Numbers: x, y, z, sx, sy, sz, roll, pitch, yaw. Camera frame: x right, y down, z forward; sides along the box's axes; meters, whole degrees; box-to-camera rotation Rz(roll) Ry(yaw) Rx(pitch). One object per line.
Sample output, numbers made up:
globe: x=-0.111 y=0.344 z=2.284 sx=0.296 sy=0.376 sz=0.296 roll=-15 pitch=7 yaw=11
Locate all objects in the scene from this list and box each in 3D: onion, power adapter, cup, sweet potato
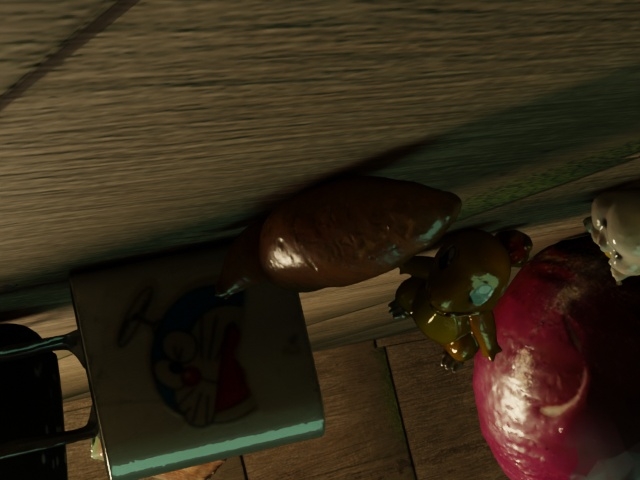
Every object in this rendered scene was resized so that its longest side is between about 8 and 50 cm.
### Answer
onion: x=0.358 y=0.156 z=1.424 sx=0.347 sy=0.348 sz=0.385 roll=-8 pitch=-164 yaw=-36
power adapter: x=-0.114 y=0.082 z=0.846 sx=0.204 sy=0.130 sz=0.125 roll=-13 pitch=174 yaw=-12
cup: x=-0.277 y=0.140 z=1.004 sx=0.176 sy=0.169 sz=0.223 roll=-7 pitch=-156 yaw=-13
sweet potato: x=0.001 y=-0.002 z=0.698 sx=0.055 sy=0.058 sz=0.202 roll=-57 pitch=-160 yaw=-24

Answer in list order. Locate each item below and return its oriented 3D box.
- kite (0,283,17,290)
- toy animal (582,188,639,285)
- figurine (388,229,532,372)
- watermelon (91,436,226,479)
kite: x=-0.212 y=0.031 z=0.765 sx=0.090 sy=0.004 sz=0.122 roll=-8 pitch=173 yaw=-28
toy animal: x=0.241 y=-0.007 z=1.034 sx=0.085 sy=0.071 sz=0.124 roll=-13 pitch=174 yaw=14
figurine: x=0.132 y=0.031 z=1.155 sx=0.122 sy=0.121 sz=0.176 roll=-40 pitch=169 yaw=-13
watermelon: x=-0.098 y=0.116 z=1.167 sx=0.139 sy=0.193 sz=0.256 roll=21 pitch=169 yaw=-12
